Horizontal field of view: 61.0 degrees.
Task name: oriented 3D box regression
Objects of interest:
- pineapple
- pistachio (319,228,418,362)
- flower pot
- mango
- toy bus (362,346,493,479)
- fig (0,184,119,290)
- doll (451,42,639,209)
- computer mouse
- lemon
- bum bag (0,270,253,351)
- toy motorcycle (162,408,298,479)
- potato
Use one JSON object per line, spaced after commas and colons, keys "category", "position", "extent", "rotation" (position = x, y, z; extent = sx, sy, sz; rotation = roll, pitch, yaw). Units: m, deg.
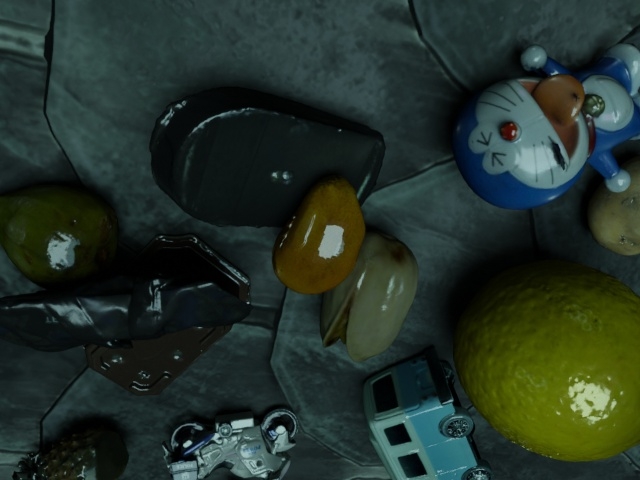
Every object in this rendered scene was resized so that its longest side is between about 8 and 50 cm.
{"category": "pineapple", "position": [-0.407, 0.362, 0.860], "extent": [0.198, 0.108, 0.108], "rotation": [-21, 119, 16]}
{"category": "pistachio", "position": [0.061, 0.079, 0.762], "extent": [0.130, 0.131, 0.206], "rotation": [26, 117, 25]}
{"category": "flower pot", "position": [-0.223, 0.121, 0.764], "extent": [0.251, 0.084, 0.179], "rotation": [-42, 115, 13]}
{"category": "mango", "position": [-0.003, 0.002, 0.671], "extent": [0.105, 0.084, 0.159], "rotation": [39, 129, 20]}
{"category": "toy bus", "position": [0.179, 0.335, 0.909], "extent": [0.165, 0.133, 0.271], "rotation": [-21, 116, 8]}
{"category": "fig", "position": [-0.345, -0.003, 0.662], "extent": [0.185, 0.126, 0.133], "rotation": [4, 130, -15]}
{"category": "doll", "position": [0.294, -0.136, 0.671], "extent": [0.257, 0.161, 0.215], "rotation": [-28, 90, -6]}
{"category": "computer mouse", "position": [-0.063, -0.100, 0.675], "extent": [0.295, 0.087, 0.168], "rotation": [6, 130, -29]}
{"category": "lemon", "position": [0.328, 0.161, 0.761], "extent": [0.293, 0.293, 0.293], "rotation": [-3, 117, -7]}
{"category": "bum bag", "position": [-0.237, 0.088, 0.647], "extent": [0.310, 0.074, 0.137], "rotation": [-8, 149, -4]}
{"category": "toy motorcycle", "position": [-0.144, 0.359, 0.896], "extent": [0.221, 0.102, 0.150], "rotation": [-4, 97, -10]}
{"category": "potato", "position": [0.447, -0.046, 0.769], "extent": [0.112, 0.112, 0.147], "rotation": [1, 123, -9]}
